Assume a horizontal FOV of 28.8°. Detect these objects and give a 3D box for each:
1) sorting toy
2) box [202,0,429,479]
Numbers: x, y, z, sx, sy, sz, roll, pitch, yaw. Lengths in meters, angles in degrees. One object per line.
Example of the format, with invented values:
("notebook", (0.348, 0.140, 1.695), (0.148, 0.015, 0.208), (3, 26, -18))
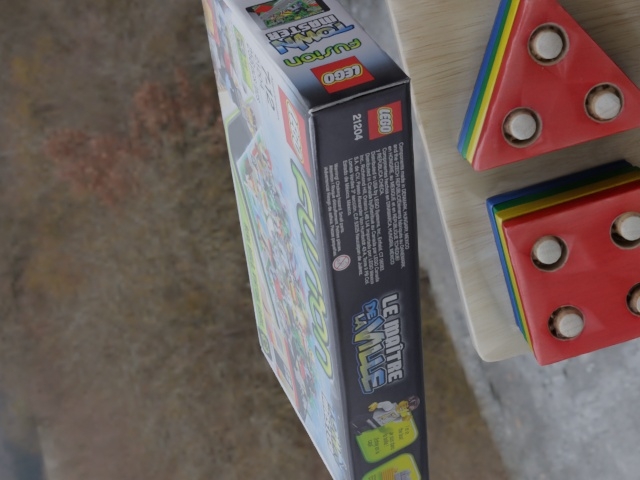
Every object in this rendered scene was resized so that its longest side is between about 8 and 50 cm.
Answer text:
("sorting toy", (0.192, -0.067, 0.726), (0.089, 0.257, 0.256), (-105, -1, -73))
("box", (0.000, 0.000, 0.487), (0.114, 0.036, 0.207), (-124, 21, -47))
